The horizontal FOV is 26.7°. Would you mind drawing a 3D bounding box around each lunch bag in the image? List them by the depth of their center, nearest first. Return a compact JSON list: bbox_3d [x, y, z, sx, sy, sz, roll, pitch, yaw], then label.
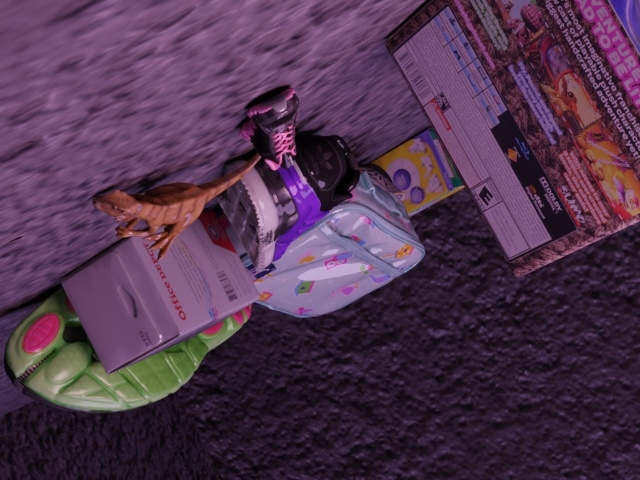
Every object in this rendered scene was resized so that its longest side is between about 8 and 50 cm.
[{"bbox_3d":[0.000,0.000,1.735,0.224,0.107,0.279,-27,156,19],"label":"lunch bag"}]

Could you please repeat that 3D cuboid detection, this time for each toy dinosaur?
[{"bbox_3d":[-0.124,-0.034,1.229,0.112,0.064,0.211,-33,175,41],"label":"toy dinosaur"}]

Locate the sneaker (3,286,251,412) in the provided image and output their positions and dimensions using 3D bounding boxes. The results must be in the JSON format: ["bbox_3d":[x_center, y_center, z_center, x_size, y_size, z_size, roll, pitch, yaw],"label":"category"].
[{"bbox_3d":[-0.257,0.136,1.763,0.202,0.185,0.483,-34,174,23],"label":"sneaker"}]

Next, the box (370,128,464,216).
[{"bbox_3d":[0.133,-0.093,2.116,0.179,0.105,0.043,-31,168,39],"label":"box"}]

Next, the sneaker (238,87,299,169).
[{"bbox_3d":[-0.035,-0.091,1.146,0.047,0.057,0.119,-26,175,-11],"label":"sneaker"}]

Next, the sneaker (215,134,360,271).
[{"bbox_3d":[-0.026,-0.049,1.473,0.146,0.102,0.293,-28,177,-9],"label":"sneaker"}]

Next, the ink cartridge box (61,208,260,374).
[{"bbox_3d":[-0.187,0.058,1.583,0.127,0.128,0.176,-30,176,30],"label":"ink cartridge box"}]

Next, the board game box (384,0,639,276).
[{"bbox_3d":[0.218,-0.133,1.044,0.141,0.232,0.291,-28,177,-29],"label":"board game box"}]

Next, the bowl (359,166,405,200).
[{"bbox_3d":[0.028,-0.060,1.911,0.170,0.080,0.170,-26,170,-5],"label":"bowl"}]

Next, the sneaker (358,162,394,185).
[{"bbox_3d":[-0.019,-0.020,2.047,0.276,0.097,0.135,-28,175,-22],"label":"sneaker"}]
